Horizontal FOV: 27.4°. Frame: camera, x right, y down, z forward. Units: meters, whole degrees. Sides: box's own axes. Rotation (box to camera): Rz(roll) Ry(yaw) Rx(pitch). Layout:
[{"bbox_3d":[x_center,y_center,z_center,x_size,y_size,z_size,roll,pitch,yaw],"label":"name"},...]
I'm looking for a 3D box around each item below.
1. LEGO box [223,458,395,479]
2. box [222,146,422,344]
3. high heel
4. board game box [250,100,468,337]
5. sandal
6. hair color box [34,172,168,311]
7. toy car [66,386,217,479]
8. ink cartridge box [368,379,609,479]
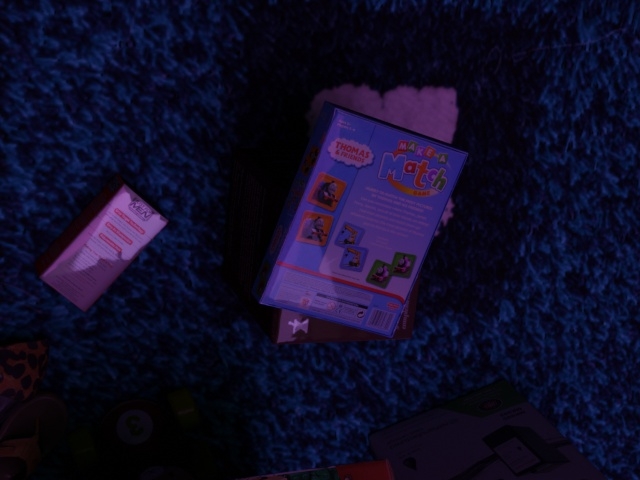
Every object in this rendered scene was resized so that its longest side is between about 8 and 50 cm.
[{"bbox_3d":[-0.145,0.432,1.430,0.372,0.193,0.500,-4,152,-20],"label":"LEGO box"},{"bbox_3d":[0.000,0.000,1.471,0.167,0.203,0.169,0,110,-21],"label":"box"},{"bbox_3d":[-0.429,0.106,1.433,0.186,0.093,0.261,-46,111,-19],"label":"high heel"},{"bbox_3d":[0.040,-0.018,1.341,0.160,0.039,0.212,17,103,-25],"label":"board game box"},{"bbox_3d":[-0.358,0.252,1.517,0.180,0.049,0.072,-43,118,-1],"label":"sandal"},{"bbox_3d":[-0.245,0.003,1.469,0.141,0.043,0.072,-46,118,2],"label":"hair color box"},{"bbox_3d":[-0.189,0.281,1.512,0.155,0.188,0.149,-21,115,-13],"label":"toy car"},{"bbox_3d":[0.215,0.316,1.621,0.211,0.289,0.122,-20,116,-13],"label":"ink cartridge box"}]
